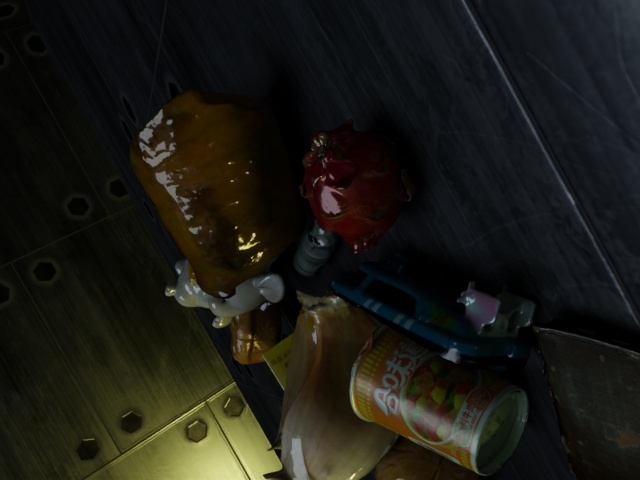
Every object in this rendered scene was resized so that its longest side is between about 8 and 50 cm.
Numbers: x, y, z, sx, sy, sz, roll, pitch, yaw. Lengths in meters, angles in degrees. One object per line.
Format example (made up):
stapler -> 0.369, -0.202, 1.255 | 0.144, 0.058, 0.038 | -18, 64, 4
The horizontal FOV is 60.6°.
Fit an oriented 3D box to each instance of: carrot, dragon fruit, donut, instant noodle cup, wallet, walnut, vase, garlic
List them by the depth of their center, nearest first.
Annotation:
wallet -> 0.292, 0.180, 0.550 | 0.122, 0.031, 0.232 | 15, 133, 54
dragon fruit -> 0.047, -0.062, 0.660 | 0.136, 0.133, 0.166 | -75, -27, -58
instant noodle cup -> 0.158, 0.205, 0.716 | 0.185, 0.168, 0.168 | 20, 136, 45
carrot -> -0.161, -0.102, 0.889 | 0.241, 0.241, 0.341 | 28, 143, 52
walnut -> 0.171, 0.389, 0.891 | 0.165, 0.165, 0.197 | 46, 162, 30
vase -> 0.000, 0.000, 0.908 | 0.060, 0.060, 0.211 | 55, 156, 12
garlic -> 0.016, 0.239, 0.917 | 0.286, 0.249, 0.313 | 0, 82, 41
donut -> -0.157, 0.181, 1.298 | 0.226, 0.113, 0.227 | -179, 90, -76

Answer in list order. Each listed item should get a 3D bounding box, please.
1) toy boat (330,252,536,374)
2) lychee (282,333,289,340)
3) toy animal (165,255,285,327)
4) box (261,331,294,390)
toy boat -> 0.126, 0.066, 0.689 | 0.299, 0.134, 0.092 | 25, 102, 57
lychee -> -0.038, 0.271, 1.243 | 0.146, 0.114, 0.114 | 54, 158, -5
toy animal -> -0.185, 0.068, 1.138 | 0.325, 0.154, 0.209 | -23, 59, 31
box -> 0.013, 0.315, 1.149 | 0.279, 0.153, 0.041 | 57, -169, 9
